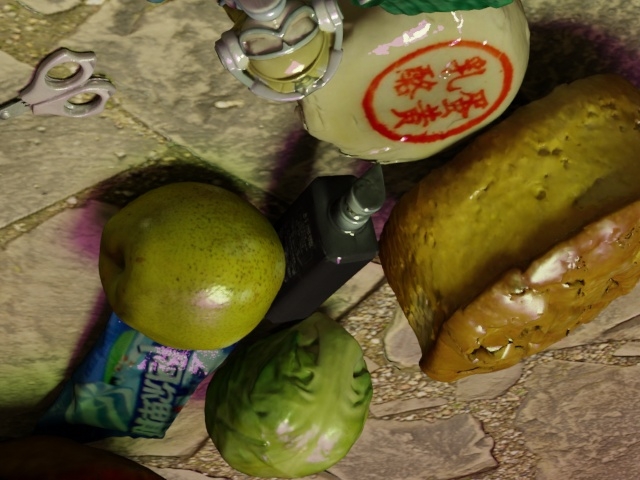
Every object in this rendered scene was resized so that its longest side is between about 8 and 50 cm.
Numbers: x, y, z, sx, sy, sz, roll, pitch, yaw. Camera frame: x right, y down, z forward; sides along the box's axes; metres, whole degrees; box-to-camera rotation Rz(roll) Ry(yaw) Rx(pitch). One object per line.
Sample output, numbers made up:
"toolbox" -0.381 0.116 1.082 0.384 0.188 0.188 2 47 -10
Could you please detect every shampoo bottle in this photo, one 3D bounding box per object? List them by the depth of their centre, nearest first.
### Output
"shampoo bottle" 0.000 0.001 1.939 0.071 0.098 0.309 -5 164 -20

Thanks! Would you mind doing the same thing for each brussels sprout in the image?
"brussels sprout" -0.041 0.195 2.199 0.223 0.223 0.161 -25 112 7

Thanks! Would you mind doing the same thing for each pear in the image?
"pear" -0.137 0.031 1.921 0.198 0.198 0.198 -14 146 -10

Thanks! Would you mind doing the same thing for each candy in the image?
"candy" -0.213 0.160 2.165 0.187 0.077 0.331 6 141 -31

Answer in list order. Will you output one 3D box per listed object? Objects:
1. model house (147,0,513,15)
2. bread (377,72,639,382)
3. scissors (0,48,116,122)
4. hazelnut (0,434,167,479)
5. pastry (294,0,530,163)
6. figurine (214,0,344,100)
"model house" -0.020 -0.319 1.348 0.334 0.343 0.382 -39 142 24
"bread" 0.243 -0.012 1.932 0.398 0.215 0.398 -33 168 -7
"scissors" -0.297 -0.130 1.767 0.189 0.015 0.100 -21 145 5
"hazelnut" -0.336 0.417 2.172 0.402 0.402 0.429 -4 178 -23
"pastry" 0.088 -0.184 1.787 0.265 0.133 0.265 -11 147 -7
"figurine" -0.047 -0.219 1.638 0.128 0.184 0.208 -22 -171 4
